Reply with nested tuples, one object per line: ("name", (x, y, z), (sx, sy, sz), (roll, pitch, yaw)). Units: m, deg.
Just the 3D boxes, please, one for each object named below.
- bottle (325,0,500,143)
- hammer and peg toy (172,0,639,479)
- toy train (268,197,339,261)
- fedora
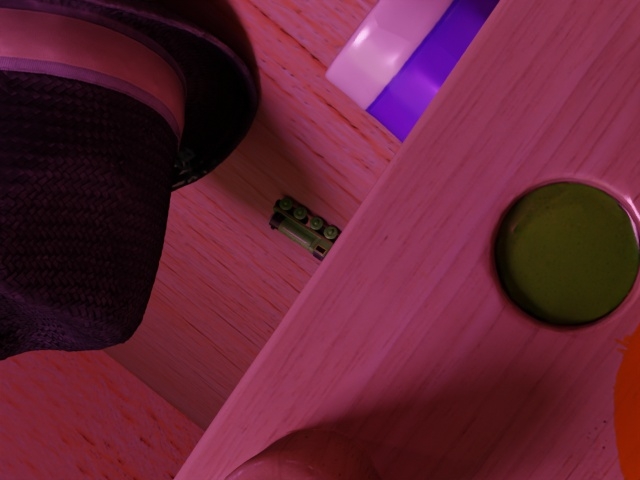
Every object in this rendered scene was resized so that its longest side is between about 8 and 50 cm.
("bottle", (0.131, 0.002, 0.485), (0.283, 0.092, 0.118), (38, 164, -3))
("hammer and peg toy", (0.100, 0.094, 0.347), (0.266, 0.361, 0.127), (34, -175, 8))
("toy train", (0.000, 0.000, 0.902), (0.083, 0.024, 0.017), (32, 164, 16))
("fedora", (-0.179, -0.015, 0.748), (0.334, 0.153, 0.334), (-7, 165, -2))
